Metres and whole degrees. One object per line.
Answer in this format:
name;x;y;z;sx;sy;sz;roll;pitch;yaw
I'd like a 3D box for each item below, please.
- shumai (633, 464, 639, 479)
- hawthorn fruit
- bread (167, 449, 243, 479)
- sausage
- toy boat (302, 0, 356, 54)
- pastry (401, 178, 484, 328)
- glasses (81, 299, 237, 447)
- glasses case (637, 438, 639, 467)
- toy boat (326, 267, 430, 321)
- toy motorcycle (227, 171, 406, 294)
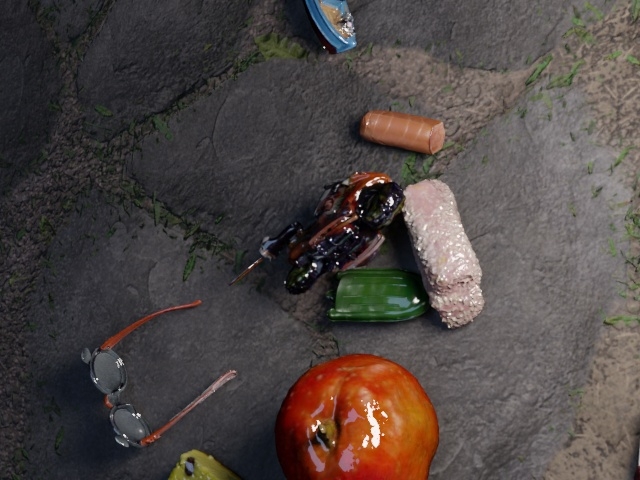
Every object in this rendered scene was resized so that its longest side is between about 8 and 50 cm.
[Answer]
shumai;0.531;0.392;1.401;0.218;0.185;0.184;-137;34;-57
hawthorn fruit;0.049;0.319;1.657;0.287;0.330;0.287;-5;74;18
bread;-0.284;0.577;1.953;0.138;0.077;0.361;35;100;29
sausage;0.138;-0.200;1.843;0.169;0.065;0.065;15;90;31
toy boat;0.024;-0.455;1.928;0.097;0.100;0.223;-32;68;37
pastry;0.205;0.012;1.738;0.102;0.112;0.265;-21;74;8
glasses;-0.324;0.251;2.008;0.268;0.118;0.234;-38;64;20
glasses case;0.502;0.322;1.540;0.041;0.063;0.164;2;84;28
toy boat;0.101;0.097;1.819;0.210;0.052;0.104;-2;61;29
toy motorcycle;0.000;0.000;1.836;0.401;0.134;0.207;-42;21;26
